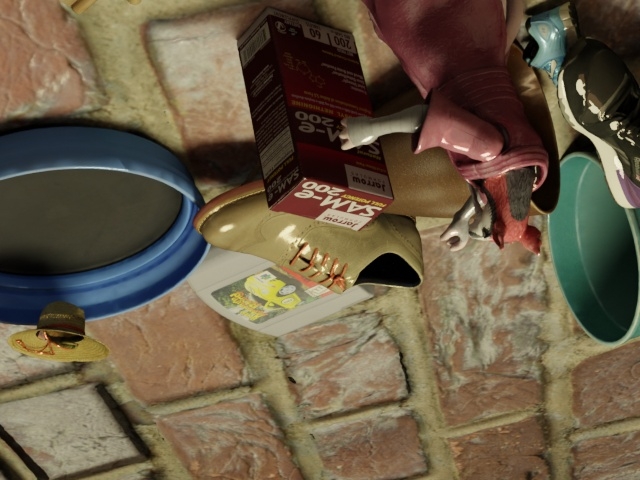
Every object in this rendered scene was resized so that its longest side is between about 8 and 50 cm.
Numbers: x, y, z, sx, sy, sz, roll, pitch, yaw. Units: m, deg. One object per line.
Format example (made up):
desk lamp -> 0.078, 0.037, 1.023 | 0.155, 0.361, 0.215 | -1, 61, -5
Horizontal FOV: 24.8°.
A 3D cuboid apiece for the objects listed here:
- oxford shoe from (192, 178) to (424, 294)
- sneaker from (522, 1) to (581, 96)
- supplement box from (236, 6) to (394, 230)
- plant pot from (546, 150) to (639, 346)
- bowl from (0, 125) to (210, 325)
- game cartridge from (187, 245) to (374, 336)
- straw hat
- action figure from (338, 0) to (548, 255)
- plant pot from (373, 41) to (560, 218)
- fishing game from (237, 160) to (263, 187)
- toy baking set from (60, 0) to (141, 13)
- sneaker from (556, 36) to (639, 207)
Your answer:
oxford shoe -> 0.000, 0.000, 1.901 | 0.348, 0.130, 0.123 | 2, 146, -33
sneaker -> 0.286, -0.229, 1.791 | 0.073, 0.063, 0.162 | -6, 143, 14
supplement box -> -0.008, -0.137, 1.645 | 0.130, 0.239, 0.073 | 12, 142, -36
plant pot -> 0.491, -0.009, 2.035 | 0.255, 0.272, 0.272 | -10, 150, -15
bowl -> -0.338, -0.015, 1.895 | 0.391, 0.077, 0.391 | -9, 150, -5
game cartridge -> -0.069, 0.054, 2.135 | 0.196, 0.060, 0.294 | -21, 149, 22
straw hat -> -0.351, 0.116, 1.973 | 0.144, 0.061, 0.144 | 5, 157, 2
action figure -> 0.175, -0.148, 1.568 | 0.275, 0.370, 0.248 | -31, 154, 17
plant pot -> 0.152, -0.112, 1.808 | 0.230, 0.215, 0.215 | -14, 152, 25
fishing game -> 0.032, -0.082, 1.954 | 0.264, 0.041, 0.189 | 7, 142, -29
toy baking set -> -0.245, -0.314, 1.470 | 0.196, 0.030, 0.256 | 3, 146, -24
sneaker -> 0.392, -0.138, 1.763 | 0.124, 0.107, 0.283 | 18, 157, 46
